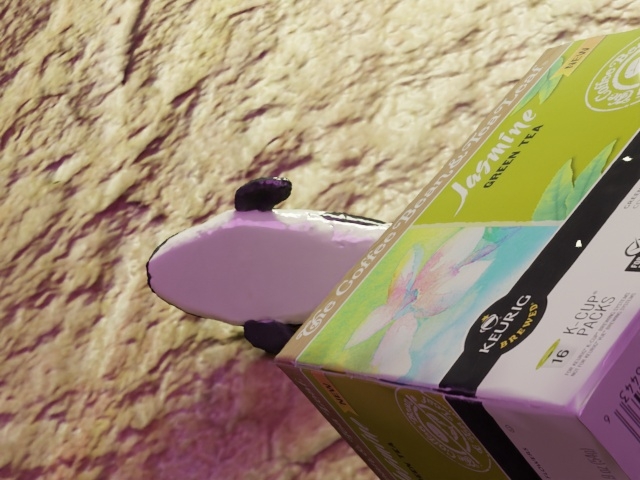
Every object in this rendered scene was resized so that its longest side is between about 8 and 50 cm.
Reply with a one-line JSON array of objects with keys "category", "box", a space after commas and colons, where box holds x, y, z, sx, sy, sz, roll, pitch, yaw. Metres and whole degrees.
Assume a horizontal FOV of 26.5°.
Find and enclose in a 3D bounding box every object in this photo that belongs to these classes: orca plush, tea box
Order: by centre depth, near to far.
[{"category": "tea box", "box": [0.204, 0.043, 0.848, 0.329, 0.220, 0.323, -48, 20, -21]}, {"category": "orca plush", "box": [0.000, 0.000, 1.167, 0.287, 0.151, 0.102, -22, 11, 12]}]
